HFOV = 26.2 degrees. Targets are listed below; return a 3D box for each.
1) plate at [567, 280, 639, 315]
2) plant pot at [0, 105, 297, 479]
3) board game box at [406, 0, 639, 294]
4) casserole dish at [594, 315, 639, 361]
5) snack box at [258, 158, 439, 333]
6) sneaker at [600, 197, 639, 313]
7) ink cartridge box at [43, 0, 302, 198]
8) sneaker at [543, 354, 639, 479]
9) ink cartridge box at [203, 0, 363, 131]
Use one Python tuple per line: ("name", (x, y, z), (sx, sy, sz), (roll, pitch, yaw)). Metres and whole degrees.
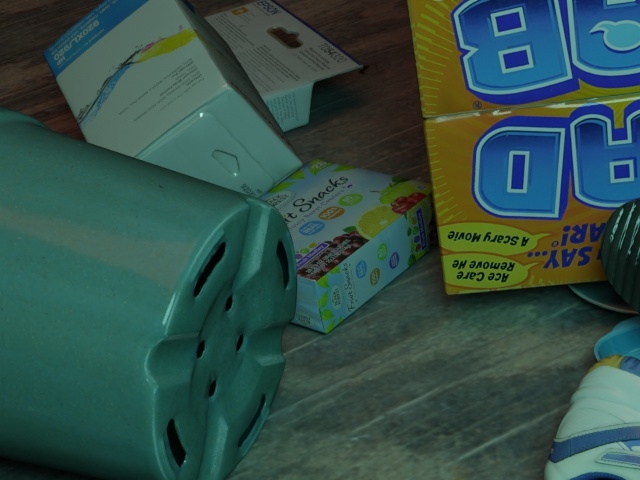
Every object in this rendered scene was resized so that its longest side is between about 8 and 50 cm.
("plate", (0.327, 0.027, 1.330), (0.188, 0.024, 0.188), (-7, 30, 4))
("plant pot", (-0.219, 0.053, 1.186), (0.334, 0.341, 0.341), (12, 36, 22))
("board game box", (0.279, -0.195, 1.352), (0.356, 0.356, 0.356), (-6, 23, 8))
("casserole dish", (0.309, 0.124, 1.158), (0.114, 0.037, 0.188), (-17, 30, -11))
("snack box", (0.000, 0.000, 1.433), (0.174, 0.070, 0.207), (16, 38, 39))
("sneaker", (0.400, 0.051, 1.162), (0.330, 0.122, 0.146), (20, 6, 19))
("ink cartridge box", (-0.166, -0.147, 1.528), (0.168, 0.171, 0.233), (-37, 51, 7))
("sneaker", (0.303, 0.199, 0.993), (0.296, 0.112, 0.131), (22, 70, 34))
("ink cartridge box", (-0.153, -0.213, 1.848), (0.330, 0.071, 0.324), (-18, 32, -18))
